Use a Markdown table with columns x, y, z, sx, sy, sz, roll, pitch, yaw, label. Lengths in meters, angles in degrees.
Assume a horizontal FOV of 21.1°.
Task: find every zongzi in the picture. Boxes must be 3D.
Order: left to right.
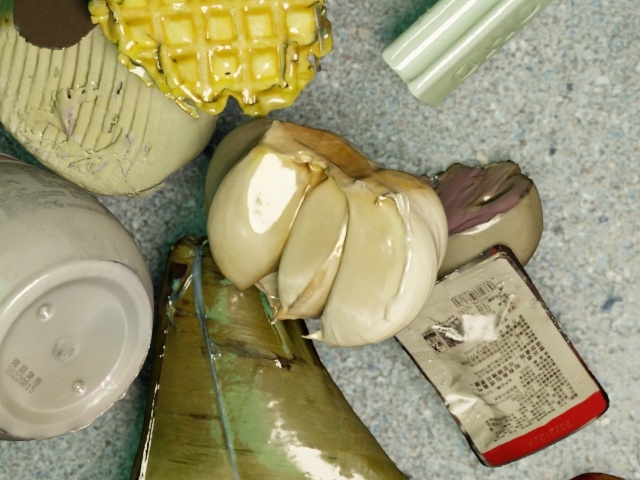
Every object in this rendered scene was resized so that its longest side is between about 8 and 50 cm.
| x | y | z | sx | sy | sz | roll | pitch | yaw | label |
| --- | --- | --- | --- | --- | --- | --- | --- | --- | --- |
| -0.010 | 0.155 | 1.781 | 0.360 | 0.160 | 0.323 | 6 | 89 | 20 | zongzi |

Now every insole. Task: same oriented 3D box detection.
| x | y | z | sx | sy | sz | roll | pitch | yaw | label |
| --- | --- | --- | --- | --- | --- | --- | --- | --- | --- |
| -0.229 | -0.333 | 1.758 | 0.111 | 0.007 | 0.328 | 14 | 67 | 4 | insole |

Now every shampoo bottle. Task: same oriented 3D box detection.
| x | y | z | sx | sy | sz | roll | pitch | yaw | label |
| --- | --- | --- | --- | --- | --- | --- | --- | --- | --- |
| -0.328 | 0.056 | 1.797 | 0.266 | 0.273 | 0.273 | 36 | 98 | 44 | shampoo bottle |

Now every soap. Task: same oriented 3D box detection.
| x | y | z | sx | sy | sz | roll | pitch | yaw | label |
| --- | --- | --- | --- | --- | --- | --- | --- | --- | --- |
| 0.162 | -0.230 | 1.777 | 0.198 | 0.119 | 0.066 | -42 | 81 | 10 | soap |

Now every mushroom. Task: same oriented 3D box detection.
| x | y | z | sx | sy | sz | roll | pitch | yaw | label |
| --- | --- | --- | --- | --- | --- | --- | --- | --- | --- |
| 0.145 | -0.005 | 1.773 | 0.188 | 0.141 | 0.117 | 4 | 117 | 40 | mushroom |

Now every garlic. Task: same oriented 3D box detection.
| x | y | z | sx | sy | sz | roll | pitch | yaw | label |
| --- | --- | --- | --- | --- | --- | --- | --- | --- | --- |
| 0.003 | -0.004 | 1.689 | 0.281 | 0.184 | 0.203 | 26 | 109 | 21 | garlic |

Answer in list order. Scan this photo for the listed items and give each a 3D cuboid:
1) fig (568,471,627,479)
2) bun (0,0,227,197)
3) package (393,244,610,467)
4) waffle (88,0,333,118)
| x | y | z | sx | sy | sz | roll | pitch | yaw | label |
| --- | --- | --- | --- | --- | --- | --- | --- | --- | --- |
| 0.328 | 0.312 | 1.726 | 0.201 | 0.134 | 0.146 | 9 | 120 | -5 | fig |
| -0.227 | -0.181 | 1.836 | 0.272 | 0.168 | 0.273 | 6 | 123 | 10 | bun |
| 0.178 | 0.124 | 1.747 | 0.154 | 0.030 | 0.239 | -29 | 113 | 14 | package |
| -0.102 | -0.265 | 1.716 | 0.280 | 0.060 | 0.262 | 37 | 79 | -5 | waffle |
